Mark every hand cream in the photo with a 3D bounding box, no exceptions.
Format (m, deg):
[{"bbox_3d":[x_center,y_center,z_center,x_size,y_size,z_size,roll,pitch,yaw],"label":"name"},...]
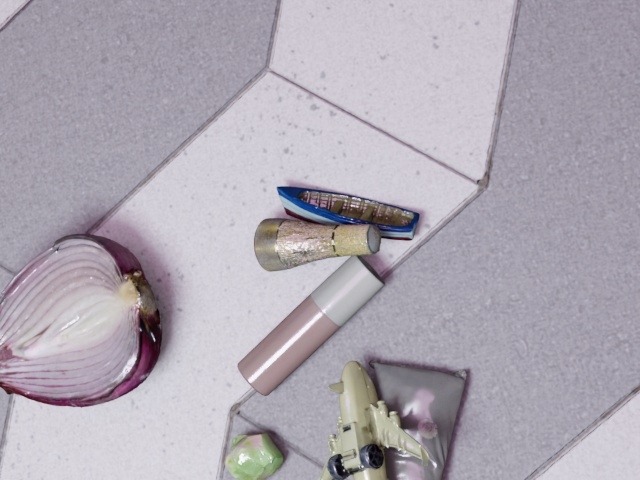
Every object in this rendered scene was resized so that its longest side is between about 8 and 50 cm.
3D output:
[{"bbox_3d":[0.000,0.000,1.947,0.203,0.084,0.084,-5,84,29],"label":"hand cream"}]

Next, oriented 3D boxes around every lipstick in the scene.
[{"bbox_3d":[-0.015,0.129,1.972,0.254,0.070,0.070,-44,77,7],"label":"lipstick"}]

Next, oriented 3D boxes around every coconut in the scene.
[{"bbox_3d":[-0.106,0.334,1.975,0.082,0.083,0.081,-34,76,-33],"label":"coconut"}]

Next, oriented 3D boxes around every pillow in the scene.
[{"bbox_3d":[0.124,0.308,1.931,0.169,0.059,0.255,10,89,17],"label":"pillow"}]

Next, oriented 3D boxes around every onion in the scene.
[{"bbox_3d":[-0.400,0.154,2.022,0.349,0.159,0.267,-24,70,14],"label":"onion"}]

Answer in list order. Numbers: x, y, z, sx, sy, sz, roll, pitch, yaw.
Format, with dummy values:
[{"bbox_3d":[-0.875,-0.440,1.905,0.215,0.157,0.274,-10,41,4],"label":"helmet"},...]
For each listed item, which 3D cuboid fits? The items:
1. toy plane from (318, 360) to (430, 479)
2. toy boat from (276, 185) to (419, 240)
[{"bbox_3d":[0.062,0.295,1.883,0.229,0.092,0.244,-28,70,43],"label":"toy plane"},{"bbox_3d":[0.038,-0.042,1.979,0.229,0.080,0.046,12,123,14],"label":"toy boat"}]
